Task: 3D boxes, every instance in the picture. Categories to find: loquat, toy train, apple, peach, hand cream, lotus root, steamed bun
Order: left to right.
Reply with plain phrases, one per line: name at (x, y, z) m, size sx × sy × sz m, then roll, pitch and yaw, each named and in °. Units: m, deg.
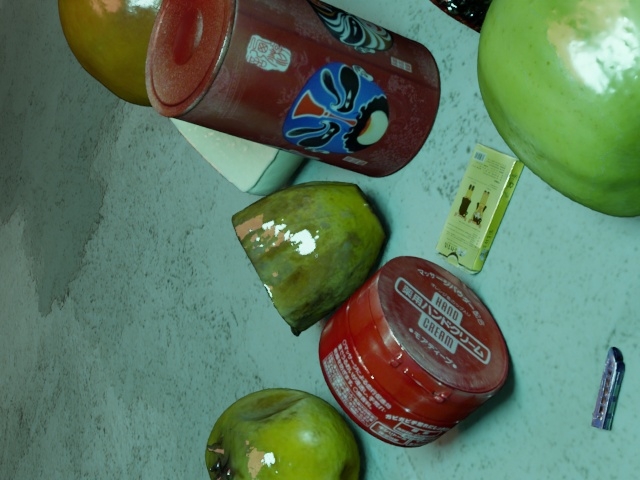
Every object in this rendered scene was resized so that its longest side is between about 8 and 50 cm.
peach at (-0.272, -0.402, 1.553) m, size 0.343 × 0.301 × 0.343 m, roll -25°, pitch 24°, yaw 12°
steamed bun at (-0.114, -0.195, 1.428) m, size 0.241 × 0.164 × 0.146 m, roll 46°, pitch 120°, yaw 13°
loquat at (-0.052, 0.285, 1.191) m, size 0.213 × 0.213 × 0.213 m, roll -20°, pitch 64°, yaw 49°
lotus root at (0.000, 0.001, 1.270) m, size 0.180 × 0.199 × 0.188 m, roll -31°, pitch 92°, yaw 8°
hand cream at (0.103, 0.125, 1.045) m, size 0.125 × 0.193 × 0.193 m, roll -46°, pitch 47°, yaw 33°
toy train at (0.291, 0.149, 0.935) m, size 0.017 × 0.017 × 0.083 m, roll 13°, pitch 91°, yaw 51°
apple at (0.283, -0.169, 0.873) m, size 0.279 × 0.279 × 0.279 m, roll -20°, pitch 64°, yaw 49°

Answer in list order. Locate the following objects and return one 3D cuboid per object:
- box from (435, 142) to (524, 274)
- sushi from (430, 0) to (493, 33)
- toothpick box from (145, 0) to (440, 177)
box at (0.190, -0.038, 1.121) m, size 0.073 × 0.020 × 0.149 m, roll 34°, pitch 107°, yaw 50°
sushi at (0.177, -0.355, 1.141) m, size 0.126 × 0.136 × 0.225 m, roll -53°, pitch 36°, yaw 25°
toothpick box at (-0.032, -0.214, 1.203) m, size 0.204 × 0.333 × 0.204 m, roll -21°, pitch 64°, yaw 49°
